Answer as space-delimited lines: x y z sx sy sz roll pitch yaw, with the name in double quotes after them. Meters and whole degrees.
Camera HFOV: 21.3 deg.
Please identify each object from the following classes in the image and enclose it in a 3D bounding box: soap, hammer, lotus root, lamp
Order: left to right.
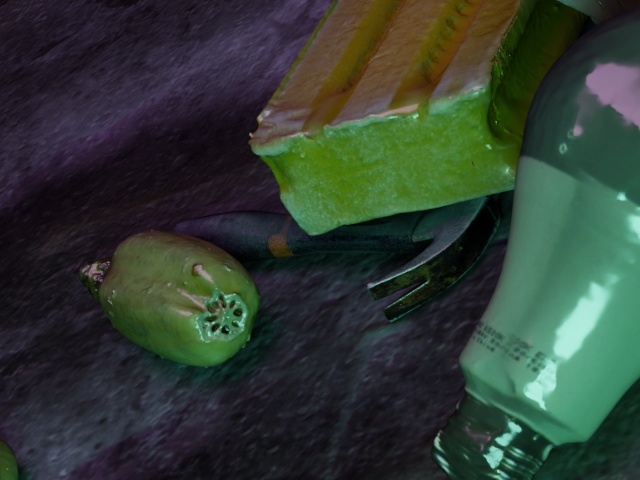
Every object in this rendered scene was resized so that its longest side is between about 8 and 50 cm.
-0.111 0.040 1.265 0.183 0.077 0.090 12 70 51 "lotus root"
0.000 0.000 1.252 0.290 0.037 0.137 -4 43 40 "hammer"
0.088 -0.140 1.259 0.199 0.091 0.315 -14 31 30 "soap"
0.158 -0.003 0.988 0.314 0.182 0.182 -41 32 5 "lamp"

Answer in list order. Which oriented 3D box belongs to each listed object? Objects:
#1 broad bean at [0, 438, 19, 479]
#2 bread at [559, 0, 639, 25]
-0.299 0.223 1.231 0.206 0.072 0.153 -56 34 -9 "broad bean"
0.220 -0.193 1.125 0.142 0.224 0.212 -36 3 -3 "bread"
